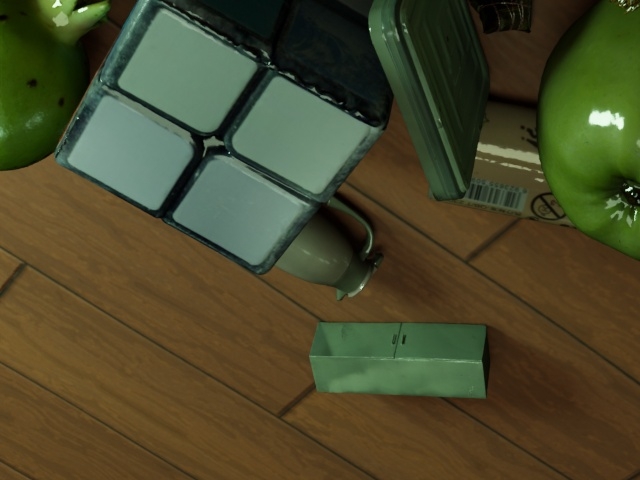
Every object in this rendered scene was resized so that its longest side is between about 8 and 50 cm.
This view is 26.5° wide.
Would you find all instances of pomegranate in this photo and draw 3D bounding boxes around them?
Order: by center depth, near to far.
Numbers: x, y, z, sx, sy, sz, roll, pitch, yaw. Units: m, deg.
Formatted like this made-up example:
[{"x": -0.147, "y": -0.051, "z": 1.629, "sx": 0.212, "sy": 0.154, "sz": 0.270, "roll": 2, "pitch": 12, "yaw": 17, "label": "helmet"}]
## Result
[{"x": -0.409, "y": -0.238, "z": 1.780, "sx": 0.260, "sy": 0.260, "sz": 0.340, "roll": 41, "pitch": 115, "yaw": -21, "label": "pomegranate"}]

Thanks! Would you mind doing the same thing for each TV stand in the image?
[{"x": 0.125, "y": 0.184, "z": 2.113, "sx": 0.269, "sy": 0.083, "sz": 0.088, "roll": 0, "pitch": 132, "yaw": 13, "label": "TV stand"}]

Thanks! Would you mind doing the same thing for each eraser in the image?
[{"x": 0.299, "y": -0.092, "z": 1.827, "sx": 0.290, "sy": 0.087, "sz": 0.171, "roll": 12, "pitch": 135, "yaw": 5, "label": "eraser"}]

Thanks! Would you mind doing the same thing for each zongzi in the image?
[{"x": 0.219, "y": -0.291, "z": 1.702, "sx": 0.083, "sy": 0.073, "sz": 0.067, "roll": -21, "pitch": 134, "yaw": -20, "label": "zongzi"}]

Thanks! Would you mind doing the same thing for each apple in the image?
[{"x": 0.418, "y": -0.143, "z": 1.574, "sx": 0.357, "sy": 0.357, "sz": 0.357, "roll": 7, "pitch": 132, "yaw": 8, "label": "apple"}]

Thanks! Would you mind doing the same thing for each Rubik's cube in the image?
[{"x": -0.097, "y": -0.204, "z": 1.670, "sx": 0.316, "sy": 0.318, "sz": 0.313, "roll": 29, "pitch": 130, "yaw": -10, "label": "Rubik's cube"}]

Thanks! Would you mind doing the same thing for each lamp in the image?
[{"x": 0.138, "y": -0.223, "z": 1.628, "sx": 0.047, "sy": 0.266, "sz": 0.269, "roll": -9, "pitch": 128, "yaw": 22, "label": "lamp"}]

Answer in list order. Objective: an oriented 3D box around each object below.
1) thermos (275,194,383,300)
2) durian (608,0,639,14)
[{"x": 0.000, "y": 0.000, "z": 1.980, "sx": 0.193, "sy": 0.105, "sz": 0.137, "roll": 32, "pitch": 99, "yaw": -19, "label": "thermos"}, {"x": 0.359, "y": -0.411, "z": 1.364, "sx": 0.347, "sy": 0.384, "sz": 0.347, "roll": 3, "pitch": 170, "yaw": 1, "label": "durian"}]
